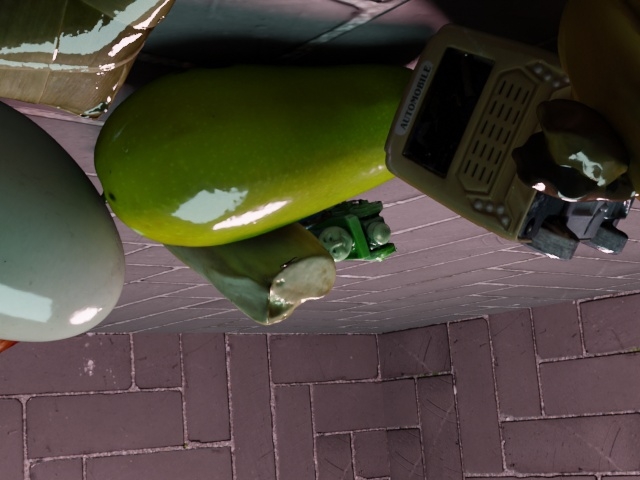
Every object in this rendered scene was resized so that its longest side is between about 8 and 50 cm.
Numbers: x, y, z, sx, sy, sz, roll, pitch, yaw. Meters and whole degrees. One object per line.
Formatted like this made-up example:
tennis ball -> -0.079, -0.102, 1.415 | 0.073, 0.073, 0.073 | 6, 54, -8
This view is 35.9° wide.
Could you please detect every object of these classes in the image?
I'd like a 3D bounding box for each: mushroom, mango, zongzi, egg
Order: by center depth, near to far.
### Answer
zongzi -> -0.170, -0.146, 0.585 | 0.160, 0.078, 0.176 | 3, 157, -34
egg -> -0.280, -0.018, 0.807 | 0.264, 0.182, 0.183 | 36, 156, -14
mango -> -0.040, -0.080, 0.822 | 0.293, 0.142, 0.175 | -13, 170, -11
mushroom -> -0.103, -0.017, 0.951 | 0.100, 0.081, 0.312 | -32, -144, -20

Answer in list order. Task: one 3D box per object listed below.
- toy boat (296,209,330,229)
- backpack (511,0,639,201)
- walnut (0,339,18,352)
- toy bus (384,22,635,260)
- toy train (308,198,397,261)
toy boat -> -0.065, -0.050, 1.139 | 0.186, 0.075, 0.077 | 3, 150, -45
backpack -> 0.308, -0.050, 0.539 | 0.354, 0.378, 0.201 | 10, 127, -31
walnut -> -0.381, 0.008, 1.004 | 0.244, 0.221, 0.269 | 30, 171, -8
toy bus -> 0.174, -0.077, 0.782 | 0.157, 0.139, 0.290 | 29, -165, 25
toy train -> 0.000, 0.000, 1.280 | 0.119, 0.085, 0.251 | -21, -175, -22
